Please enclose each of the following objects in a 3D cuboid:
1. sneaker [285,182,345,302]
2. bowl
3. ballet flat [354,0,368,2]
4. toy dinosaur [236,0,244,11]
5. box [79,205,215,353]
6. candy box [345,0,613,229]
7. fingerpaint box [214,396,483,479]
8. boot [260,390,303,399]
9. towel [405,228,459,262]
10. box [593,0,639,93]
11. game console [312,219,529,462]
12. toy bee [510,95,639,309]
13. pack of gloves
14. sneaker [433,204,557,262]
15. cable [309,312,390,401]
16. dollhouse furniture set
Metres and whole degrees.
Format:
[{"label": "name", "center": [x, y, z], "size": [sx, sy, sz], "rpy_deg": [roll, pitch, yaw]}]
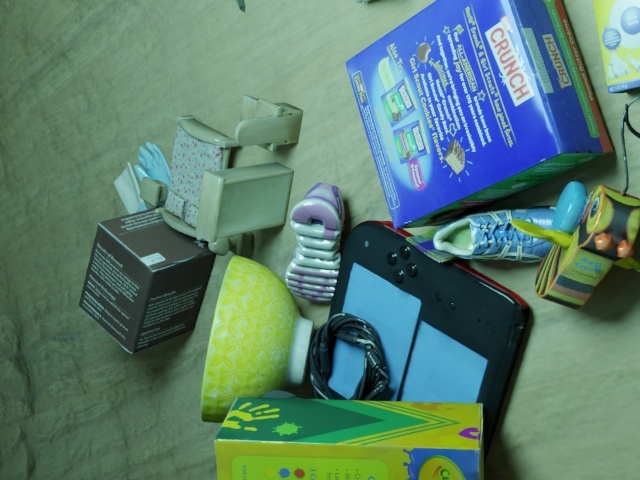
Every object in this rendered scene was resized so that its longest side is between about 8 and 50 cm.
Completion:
[{"label": "sneaker", "center": [0.000, 0.000, 1.834], "size": [0.095, 0.104, 0.236], "rpy_deg": [11, 134, 6]}, {"label": "bowl", "center": [-0.097, 0.180, 1.894], "size": [0.156, 0.289, 0.289], "rpy_deg": [11, 111, 2]}, {"label": "ballet flat", "center": [0.050, -0.413, 1.712], "size": [0.221, 0.077, 0.079], "rpy_deg": [48, 148, 38]}, {"label": "toy dinosaur", "center": [-0.142, -0.536, 1.908], "size": [0.118, 0.064, 0.268], "rpy_deg": [41, 129, 28]}, {"label": "box", "center": [-0.331, 0.073, 2.138], "size": [0.167, 0.168, 0.203], "rpy_deg": [37, 124, 28]}, {"label": "candy box", "center": [0.205, -0.188, 1.533], "size": [0.317, 0.122, 0.268], "rpy_deg": [-26, 77, 49]}, {"label": "fingerpaint box", "center": [0.053, 0.462, 1.638], "size": [0.371, 0.163, 0.445], "rpy_deg": [0, 106, 9]}, {"label": "boot", "center": [-0.088, 0.488, 1.922], "size": [0.367, 0.146, 0.445], "rpy_deg": [51, 137, 2]}, {"label": "towel", "center": [0.174, 0.008, 1.653], "size": [0.083, 0.060, 0.009], "rpy_deg": [36, 130, 42]}, {"label": "box", "center": [0.390, -0.278, 1.367], "size": [0.105, 0.043, 0.179], "rpy_deg": [-10, 88, 48]}, {"label": "game console", "center": [0.138, 0.190, 1.730], "size": [0.342, 0.060, 0.386], "rpy_deg": [33, 122, 40]}, {"label": "toy bee", "center": [0.331, -0.012, 1.370], "size": [0.195, 0.162, 0.298], "rpy_deg": [3, 127, 12]}, {"label": "pack of gloves", "center": [-0.350, -0.068, 2.242], "size": [0.195, 0.046, 0.232], "rpy_deg": [-42, 66, 43]}, {"label": "sneaker", "center": [0.251, -0.003, 1.540], "size": [0.211, 0.081, 0.080], "rpy_deg": [-10, 88, 39]}, {"label": "cable", "center": [0.031, 0.203, 1.778], "size": [0.184, 0.047, 0.150], "rpy_deg": [-47, 65, 42]}, {"label": "dollhouse furniture set", "center": [-0.234, -0.142, 1.976], "size": [0.355, 0.174, 0.303], "rpy_deg": [28, 117, 36]}]
